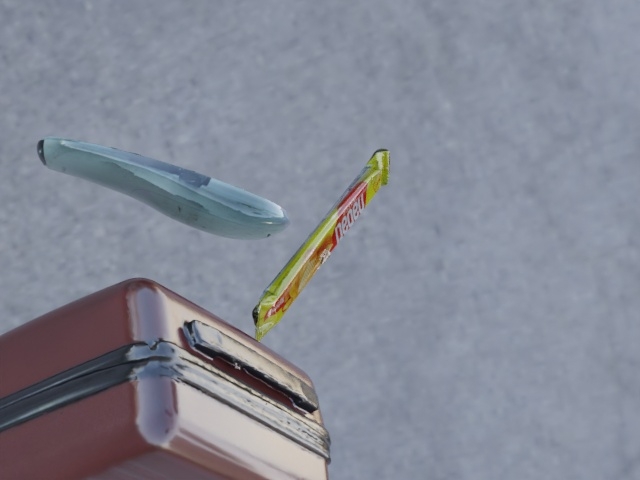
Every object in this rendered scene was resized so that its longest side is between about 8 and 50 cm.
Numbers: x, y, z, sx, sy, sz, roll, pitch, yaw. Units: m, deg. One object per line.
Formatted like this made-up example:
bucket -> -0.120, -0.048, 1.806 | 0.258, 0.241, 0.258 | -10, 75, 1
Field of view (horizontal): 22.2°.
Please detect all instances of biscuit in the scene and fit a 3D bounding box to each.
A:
biscuit -> 0.000, 0.000, 1.583 | 0.292, 0.026, 0.048 | -52, 148, -45

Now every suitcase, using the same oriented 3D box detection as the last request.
suitcase -> -0.145, 0.167, 1.387 | 0.297, 0.236, 0.161 | 38, 36, -51

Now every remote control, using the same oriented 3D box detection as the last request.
remote control -> -0.153, -0.048, 1.587 | 0.256, 0.097, 0.045 | 19, 73, -6
